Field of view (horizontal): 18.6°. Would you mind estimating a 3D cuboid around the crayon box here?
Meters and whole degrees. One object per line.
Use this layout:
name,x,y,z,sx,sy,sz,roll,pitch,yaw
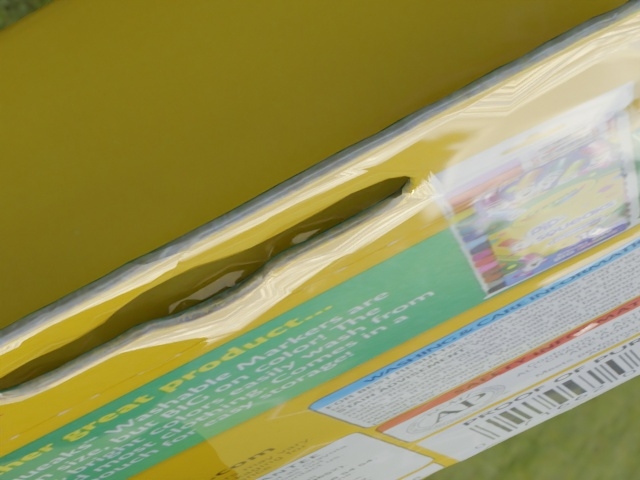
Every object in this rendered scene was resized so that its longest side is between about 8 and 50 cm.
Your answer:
crayon box,0.000,0.000,0.486,0.203,0.083,0.323,-27,164,10
